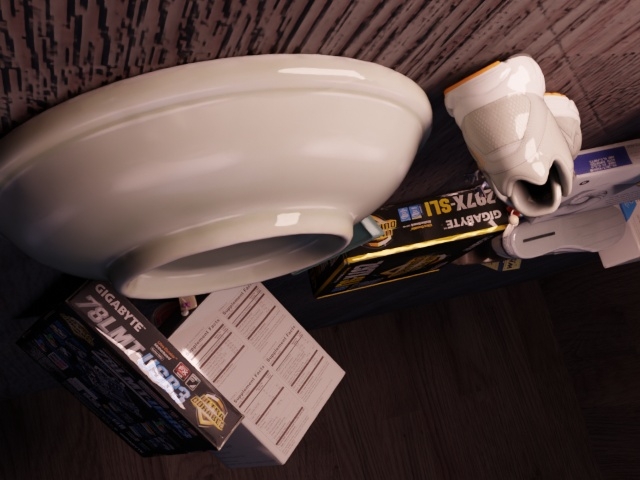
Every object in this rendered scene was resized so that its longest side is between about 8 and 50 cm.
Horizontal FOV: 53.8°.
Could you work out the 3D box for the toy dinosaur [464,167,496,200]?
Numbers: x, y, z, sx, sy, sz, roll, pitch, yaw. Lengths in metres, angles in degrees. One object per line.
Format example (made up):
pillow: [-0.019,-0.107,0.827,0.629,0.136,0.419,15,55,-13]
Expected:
toy dinosaur: [0.224,-0.083,0.809,0.082,0.047,0.090,-31,167,-34]

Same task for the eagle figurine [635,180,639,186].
eagle figurine: [0.555,-0.099,0.722,0.225,0.298,0.226,-35,143,-45]

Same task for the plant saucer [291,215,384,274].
plant saucer: [0.000,0.000,0.858,0.192,0.067,0.018,-26,-163,48]

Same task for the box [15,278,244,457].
box: [-0.298,0.205,0.952,0.293,0.295,0.073,-29,-162,48]

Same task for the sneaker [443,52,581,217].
sneaker: [0.195,-0.075,0.595,0.099,0.120,0.262,-21,167,31]

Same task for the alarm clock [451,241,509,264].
alarm clock: [0.300,0.015,1.272,0.192,0.064,0.129,-10,-176,3]

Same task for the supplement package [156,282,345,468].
supplement package: [-0.145,0.216,1.060,0.199,0.262,0.198,-29,-164,50]

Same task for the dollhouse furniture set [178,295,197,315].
dollhouse furniture set: [-0.224,0.080,0.920,0.114,0.081,0.091,-19,168,20]

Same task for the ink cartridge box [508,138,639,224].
ink cartridge box: [0.432,-0.083,0.973,0.224,0.045,0.224,-13,161,-9]

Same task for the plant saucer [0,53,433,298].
plant saucer: [-0.085,-0.021,0.567,0.401,0.100,0.400,-14,168,-3]

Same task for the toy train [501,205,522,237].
toy train: [0.267,-0.065,0.833,0.125,0.046,0.166,-48,167,-6]

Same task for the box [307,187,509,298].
box: [0.123,0.012,1.042,0.257,0.079,0.322,-10,168,-12]

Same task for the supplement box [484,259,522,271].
supplement box: [0.397,0.027,1.409,0.083,0.056,0.083,-5,-160,-40]

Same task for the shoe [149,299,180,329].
shoe: [-0.238,0.133,1.219,0.081,0.063,0.178,-26,170,38]

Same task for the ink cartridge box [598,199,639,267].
ink cartridge box: [0.623,-0.037,1.241,0.203,0.148,0.086,-8,165,-35]

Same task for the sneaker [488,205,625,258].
sneaker: [0.419,-0.021,1.122,0.258,0.094,0.091,-6,-176,-19]

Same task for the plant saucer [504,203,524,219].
plant saucer: [0.370,-0.052,1.156,0.169,0.029,0.168,-13,169,-3]
